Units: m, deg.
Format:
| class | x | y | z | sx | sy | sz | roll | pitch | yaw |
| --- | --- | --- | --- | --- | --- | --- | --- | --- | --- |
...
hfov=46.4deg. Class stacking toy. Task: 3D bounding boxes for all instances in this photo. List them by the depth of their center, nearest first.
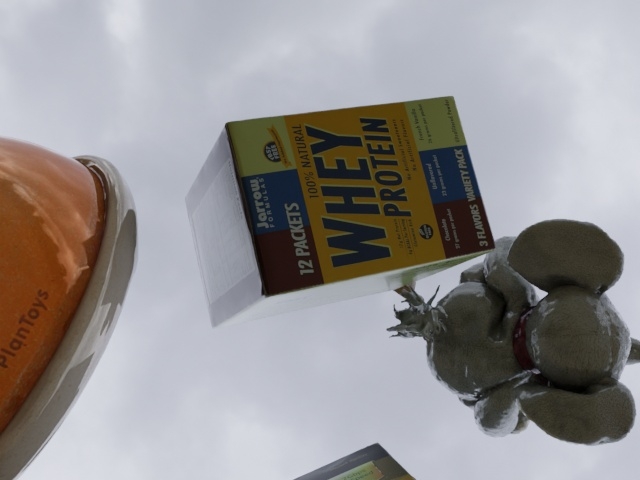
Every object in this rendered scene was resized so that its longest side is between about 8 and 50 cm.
| class | x | y | z | sx | sy | sz | roll | pitch | yaw |
| --- | --- | --- | --- | --- | --- | --- | --- | --- | --- |
| stacking toy | -0.403 | -0.026 | 0.511 | 0.351 | 0.480 | 0.350 | -28 | -139 | 28 |

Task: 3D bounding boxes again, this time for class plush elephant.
| class | x | y | z | sx | sy | sz | roll | pitch | yaw |
| --- | --- | --- | --- | --- | --- | --- | --- | --- | --- |
| plush elephant | 0.276 | 0.120 | 0.920 | 0.255 | 0.330 | 0.271 | 2 | -100 | 39 |

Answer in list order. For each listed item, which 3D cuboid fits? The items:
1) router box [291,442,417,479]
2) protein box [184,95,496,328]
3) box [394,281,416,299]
| class | x | y | z | sx | sy | sz | roll | pitch | yaw |
| --- | --- | --- | --- | --- | --- | --- | --- | --- | --- |
| router box | -0.043 | 0.278 | 0.540 | 0.309 | 0.243 | 0.081 | -21 | -81 | -13 |
| protein box | 0.004 | -0.018 | 0.661 | 0.200 | 0.201 | 0.135 | -10 | -99 | -21 |
| box | 0.057 | -0.025 | 1.054 | 0.201 | 0.164 | 0.021 | 34 | -55 | -11 |
